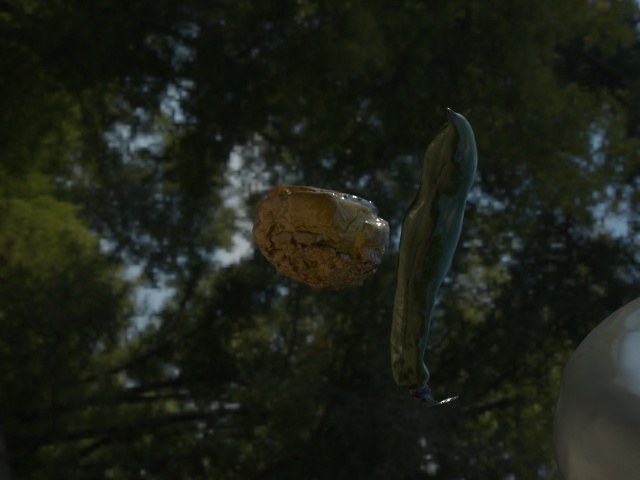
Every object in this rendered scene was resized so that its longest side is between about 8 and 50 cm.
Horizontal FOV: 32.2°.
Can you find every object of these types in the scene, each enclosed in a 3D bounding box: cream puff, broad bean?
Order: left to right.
[{"bbox_3d":[0.000,0.000,1.478,0.189,0.189,0.130,180,-76,-73],"label":"cream puff"},{"bbox_3d":[0.113,0.024,1.119,0.056,0.098,0.318,17,-68,36],"label":"broad bean"}]

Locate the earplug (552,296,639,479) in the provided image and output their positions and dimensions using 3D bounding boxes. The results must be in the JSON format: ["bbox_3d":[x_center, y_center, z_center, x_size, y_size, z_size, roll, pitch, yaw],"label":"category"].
[{"bbox_3d":[0.226,0.041,0.372,0.325,0.214,0.175,-24,-89,54],"label":"earplug"}]
